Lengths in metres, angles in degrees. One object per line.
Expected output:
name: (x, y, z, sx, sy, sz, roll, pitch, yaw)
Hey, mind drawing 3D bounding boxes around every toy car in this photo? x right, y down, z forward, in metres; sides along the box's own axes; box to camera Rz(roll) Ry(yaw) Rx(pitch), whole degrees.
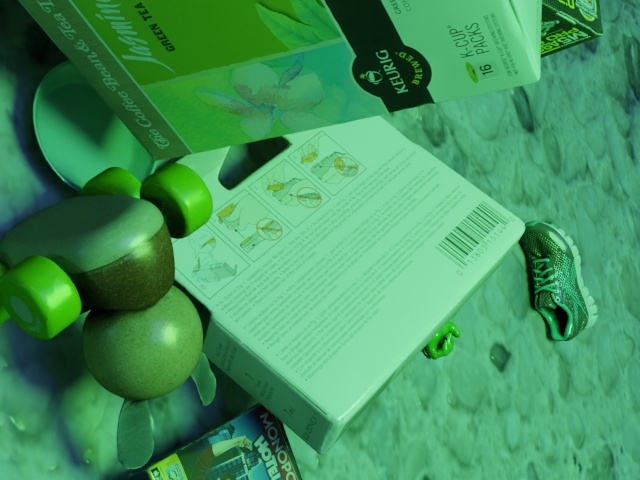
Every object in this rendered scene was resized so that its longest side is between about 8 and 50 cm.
toy car: (-0.142, 0.062, 0.726, 0.155, 0.149, 0.188, -40, 118, -37)

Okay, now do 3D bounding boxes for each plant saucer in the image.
plant saucer: (-0.185, -0.087, 0.811, 0.119, 0.021, 0.119, 18, 65, -44)

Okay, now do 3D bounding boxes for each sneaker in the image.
sneaker: (0.296, 0.054, 1.270, 0.076, 0.065, 0.166, -38, 105, -43)

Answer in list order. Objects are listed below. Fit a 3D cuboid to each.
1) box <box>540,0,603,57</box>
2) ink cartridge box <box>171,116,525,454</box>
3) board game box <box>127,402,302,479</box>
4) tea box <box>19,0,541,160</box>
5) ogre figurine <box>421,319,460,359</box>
box: (0.103, -0.212, 0.985, 0.216, 0.270, 0.060, 10, 72, -45)
ink cartridge box: (0.000, 0.000, 0.893, 0.261, 0.066, 0.296, 40, 52, 13)
board game box: (-0.055, 0.239, 0.814, 0.194, 0.060, 0.194, -21, 92, -51)
tea box: (-0.015, -0.271, 0.752, 0.220, 0.324, 0.329, 53, 37, -43)
ogre figurine: (0.107, 0.018, 1.044, 0.118, 0.097, 0.197, 56, 47, -27)
